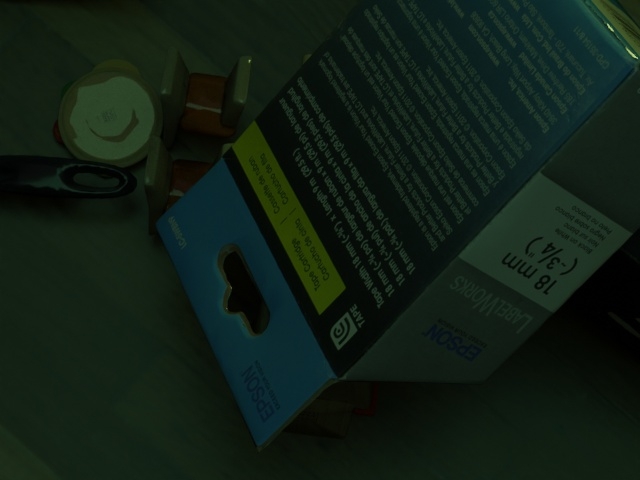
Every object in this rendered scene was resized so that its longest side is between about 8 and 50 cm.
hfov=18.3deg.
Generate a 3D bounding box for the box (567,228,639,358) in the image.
[{"bbox_3d":[0.254,-0.004,1.384,0.270,0.165,0.143,37,76,-28],"label":"box"}]

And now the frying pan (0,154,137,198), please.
[{"bbox_3d":[-0.320,-0.077,1.486,0.326,0.053,0.197,-17,79,-8],"label":"frying pan"}]

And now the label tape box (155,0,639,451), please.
[{"bbox_3d":[0.066,-0.038,1.286,0.334,0.106,0.240,-47,41,17],"label":"label tape box"}]

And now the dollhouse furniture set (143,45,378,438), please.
[{"bbox_3d":[0.000,0.000,1.466,0.262,0.135,0.259,8,66,-1],"label":"dollhouse furniture set"}]

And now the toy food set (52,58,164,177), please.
[{"bbox_3d":[-0.161,-0.093,1.513,0.082,0.020,0.083,-36,82,-10],"label":"toy food set"}]
